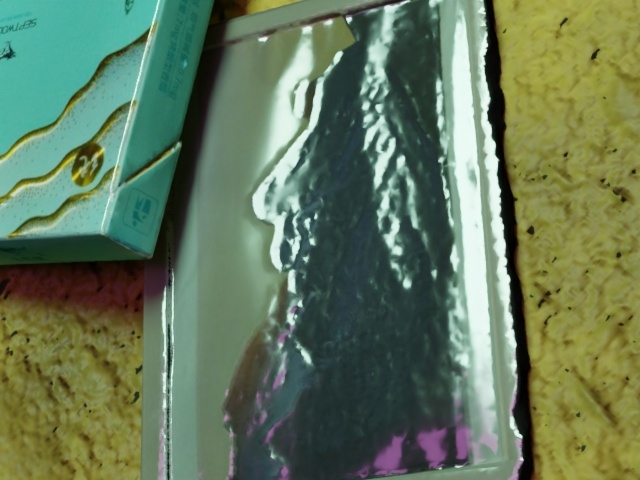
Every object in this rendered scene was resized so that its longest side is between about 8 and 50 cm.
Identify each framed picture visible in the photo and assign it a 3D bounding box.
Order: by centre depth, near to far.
[{"bbox_3d":[0.000,0.000,0.686,0.192,0.018,0.265,-13,65,22],"label":"framed picture"}]

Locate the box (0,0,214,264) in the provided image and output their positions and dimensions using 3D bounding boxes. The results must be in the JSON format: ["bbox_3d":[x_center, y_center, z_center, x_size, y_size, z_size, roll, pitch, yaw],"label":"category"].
[{"bbox_3d":[-0.129,-0.100,0.763,0.162,0.041,0.229,-3,68,40],"label":"box"}]
